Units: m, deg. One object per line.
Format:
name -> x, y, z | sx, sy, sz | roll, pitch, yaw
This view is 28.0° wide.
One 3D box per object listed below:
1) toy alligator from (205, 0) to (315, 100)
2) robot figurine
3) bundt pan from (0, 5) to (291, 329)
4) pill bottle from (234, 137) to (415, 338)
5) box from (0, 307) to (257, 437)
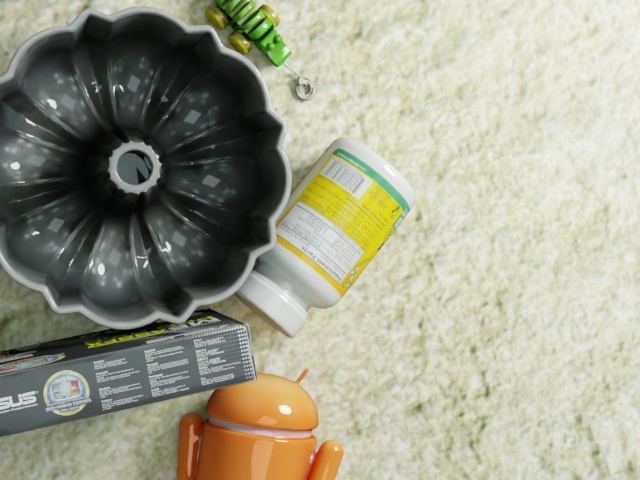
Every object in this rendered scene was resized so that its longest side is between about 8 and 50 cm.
toy alligator -> -0.066, -0.229, 1.421 | 0.056, 0.051, 0.189 | -45, 101, -9
robot figurine -> -0.068, 0.239, 1.391 | 0.128, 0.158, 0.219 | 9, 88, -35
bundt pan -> -0.204, -0.074, 1.351 | 0.331, 0.124, 0.330 | 0, 91, -16
pill bottle -> 0.000, 0.000, 1.409 | 0.118, 0.117, 0.208 | 40, 81, -12
box -> -0.218, 0.130, 1.303 | 0.270, 0.216, 0.060 | -11, 93, -14
